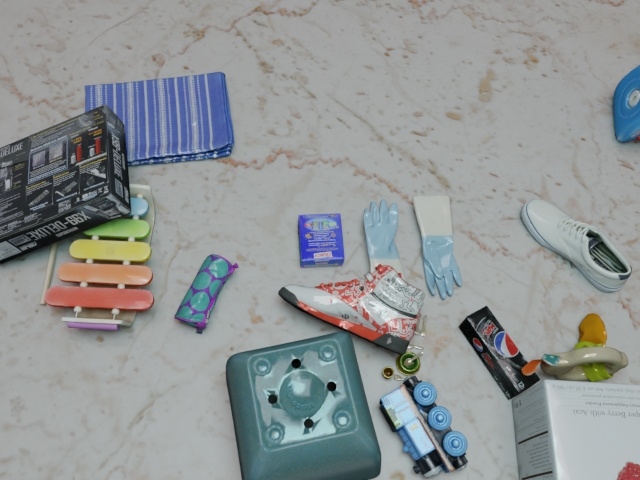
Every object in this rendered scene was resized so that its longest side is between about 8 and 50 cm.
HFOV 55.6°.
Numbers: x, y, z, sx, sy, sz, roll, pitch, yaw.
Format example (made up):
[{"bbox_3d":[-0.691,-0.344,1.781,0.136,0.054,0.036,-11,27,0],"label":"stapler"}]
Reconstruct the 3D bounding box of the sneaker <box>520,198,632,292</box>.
[{"bbox_3d":[0.537,-0.006,1.262,0.094,0.091,0.258,-41,72,-20],"label":"sneaker"}]

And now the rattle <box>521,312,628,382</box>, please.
[{"bbox_3d":[0.459,0.189,1.133,0.199,0.130,0.143,8,73,-11],"label":"rattle"}]

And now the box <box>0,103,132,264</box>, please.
[{"bbox_3d":[-0.542,-0.115,1.224,0.307,0.076,0.243,-21,58,7],"label":"box"}]

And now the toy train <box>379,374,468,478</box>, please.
[{"bbox_3d":[0.185,0.337,1.090,0.105,0.080,0.184,-29,70,-5],"label":"toy train"}]

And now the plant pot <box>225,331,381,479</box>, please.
[{"bbox_3d":[-0.032,0.282,1.010,0.247,0.252,0.247,-11,65,-7],"label":"plant pot"}]

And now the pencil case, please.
[{"bbox_3d":[-0.224,0.102,1.195,0.070,0.064,0.152,12,63,22],"label":"pencil case"}]

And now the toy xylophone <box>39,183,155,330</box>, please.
[{"bbox_3d":[-0.443,0.036,1.210,0.236,0.081,0.323,-4,64,-4],"label":"toy xylophone"}]

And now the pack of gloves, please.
[{"bbox_3d":[0.188,0.020,1.275,0.194,0.046,0.232,-1,70,-10],"label":"pack of gloves"}]

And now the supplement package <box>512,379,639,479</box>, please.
[{"bbox_3d":[0.444,0.400,1.010,0.177,0.175,0.293,3,64,-2],"label":"supplement package"}]

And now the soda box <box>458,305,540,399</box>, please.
[{"bbox_3d":[0.340,0.214,1.163,0.053,0.060,0.169,-26,68,-17],"label":"soda box"}]

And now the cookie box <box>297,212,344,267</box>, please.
[{"bbox_3d":[0.000,0.000,1.267,0.091,0.040,0.107,-2,63,-3],"label":"cookie box"}]

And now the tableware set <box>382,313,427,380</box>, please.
[{"bbox_3d":[0.153,0.198,1.185,0.103,0.024,0.154,13,64,5],"label":"tableware set"}]

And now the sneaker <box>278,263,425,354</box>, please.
[{"bbox_3d":[0.064,0.102,1.169,0.270,0.090,0.145,22,81,12],"label":"sneaker"}]

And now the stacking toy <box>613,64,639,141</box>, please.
[{"bbox_3d":[0.850,-0.294,1.403,0.301,0.175,0.166,11,69,-12],"label":"stacking toy"}]

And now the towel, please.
[{"bbox_3d":[-0.373,-0.283,1.395,0.335,0.040,0.243,-7,63,-6],"label":"towel"}]
